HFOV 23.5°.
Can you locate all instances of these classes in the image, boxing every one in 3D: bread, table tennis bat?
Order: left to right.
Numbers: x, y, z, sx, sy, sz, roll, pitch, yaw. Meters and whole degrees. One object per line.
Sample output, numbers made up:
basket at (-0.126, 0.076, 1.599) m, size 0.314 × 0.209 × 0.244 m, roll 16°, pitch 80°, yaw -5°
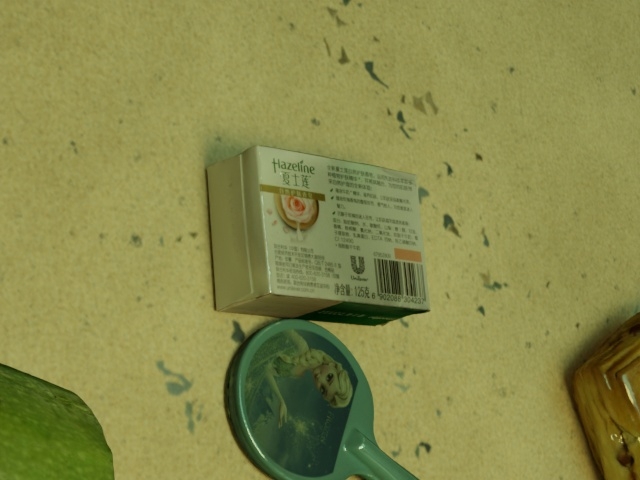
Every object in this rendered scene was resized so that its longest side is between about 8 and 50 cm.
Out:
table tennis bat at (0.013, 0.170, 1.362) m, size 0.237 × 0.038 × 0.149 m, roll 44°, pitch 51°, yaw -19°
bread at (0.362, 0.195, 1.630) m, size 0.210 × 0.099 × 0.235 m, roll -33°, pitch 105°, yaw -41°

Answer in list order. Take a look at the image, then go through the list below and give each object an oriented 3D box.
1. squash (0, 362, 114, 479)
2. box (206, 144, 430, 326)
squash at (-0.350, 0.145, 0.885) m, size 0.384 × 0.263 × 0.263 m, roll 27°, pitch 60°, yaw -33°
box at (0.000, 0.000, 1.375) m, size 0.199 × 0.081 × 0.135 m, roll 10°, pitch 69°, yaw -42°
